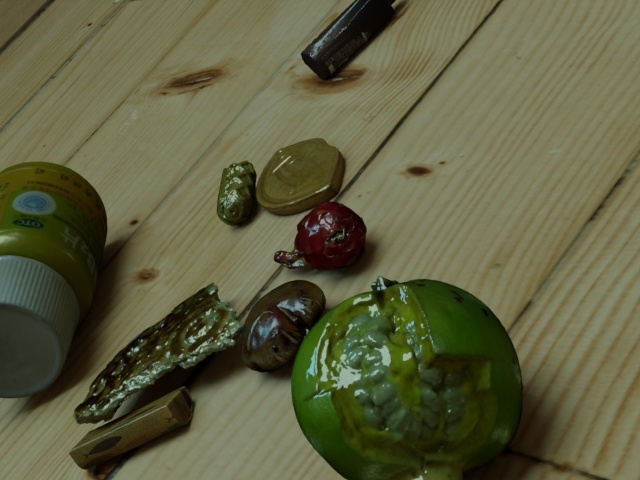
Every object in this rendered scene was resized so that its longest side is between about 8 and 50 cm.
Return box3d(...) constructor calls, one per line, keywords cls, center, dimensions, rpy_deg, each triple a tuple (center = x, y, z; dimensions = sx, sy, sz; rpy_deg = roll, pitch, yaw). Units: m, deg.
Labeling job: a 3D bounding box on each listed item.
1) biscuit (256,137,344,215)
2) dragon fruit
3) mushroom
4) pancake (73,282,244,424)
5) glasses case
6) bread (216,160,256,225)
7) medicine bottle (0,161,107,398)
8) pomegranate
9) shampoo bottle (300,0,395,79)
box3d(cls="biscuit", center=(-0.034, -0.097, 2.069), dimensions=(0.142, 0.029, 0.220), rpy_deg=(-41, 28, -1))
box3d(cls="dragon fruit", center=(0.000, 0.000, 1.832), dimensions=(0.094, 0.094, 0.190), rpy_deg=(-54, 13, -25))
box3d(cls="mushroom", center=(-0.042, 0.109, 1.720), dimensions=(0.135, 0.080, 0.170), rpy_deg=(-56, 27, -9))
box3d(cls="pancake", center=(-0.192, 0.155, 1.840), dimensions=(0.244, 0.057, 0.266), rpy_deg=(-7, 36, 46))
box3d(cls="glasses case", center=(-0.246, 0.250, 1.805), dimensions=(0.170, 0.041, 0.064), rpy_deg=(-28, 9, 23))
box3d(cls="bread", center=(-0.129, -0.068, 2.112), dimensions=(0.066, 0.060, 0.110), rpy_deg=(-43, 26, 31))
box3d(cls="medicine bottle", center=(-0.467, 0.057, 2.166), dimensions=(0.224, 0.224, 0.384), rpy_deg=(-30, 28, 19))
box3d(cls="pomegranate", center=(0.096, 0.182, 1.334), dimensions=(0.236, 0.236, 0.302), rpy_deg=(-26, 64, 25))
box3d(cls="shampoo bottle", center=(0.069, -0.373, 2.305), dimensions=(0.236, 0.067, 0.068), rpy_deg=(-45, 19, -10))
